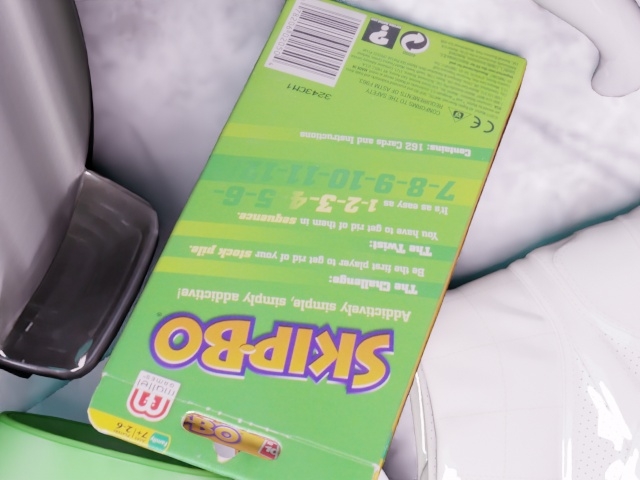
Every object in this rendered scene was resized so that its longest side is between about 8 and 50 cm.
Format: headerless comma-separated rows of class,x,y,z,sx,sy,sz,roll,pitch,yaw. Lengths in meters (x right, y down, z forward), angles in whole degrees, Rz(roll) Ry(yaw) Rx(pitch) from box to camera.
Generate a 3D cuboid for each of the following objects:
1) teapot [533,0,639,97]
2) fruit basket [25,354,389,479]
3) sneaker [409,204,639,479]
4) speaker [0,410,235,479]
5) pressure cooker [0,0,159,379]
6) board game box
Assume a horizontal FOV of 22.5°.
teapot,0.161,-0.212,0.672,0.187,0.256,0.252,22,81,-15
fruit basket,-0.075,0.243,0.792,0.327,0.165,0.353,-33,85,15
sneaker,0.132,0.145,0.753,0.169,0.108,0.292,-20,83,-5
speaker,-0.125,0.229,0.686,0.131,0.131,0.296,14,86,9
pressure cooker,-0.289,-0.080,0.681,0.375,0.420,0.370,-22,71,-8
board game box,0.000,0.000,0.732,0.124,0.259,0.039,18,144,8
